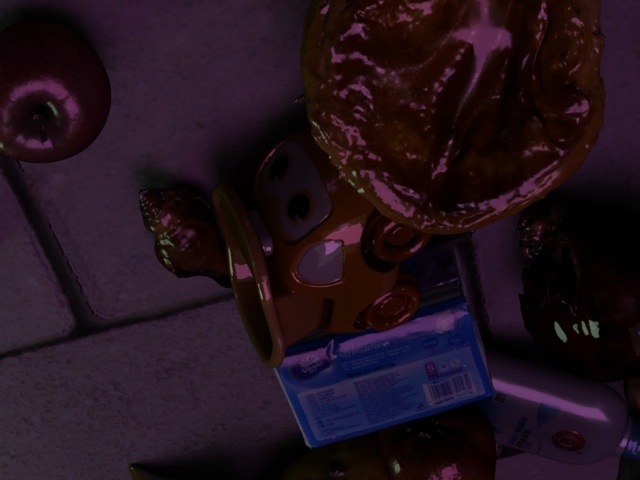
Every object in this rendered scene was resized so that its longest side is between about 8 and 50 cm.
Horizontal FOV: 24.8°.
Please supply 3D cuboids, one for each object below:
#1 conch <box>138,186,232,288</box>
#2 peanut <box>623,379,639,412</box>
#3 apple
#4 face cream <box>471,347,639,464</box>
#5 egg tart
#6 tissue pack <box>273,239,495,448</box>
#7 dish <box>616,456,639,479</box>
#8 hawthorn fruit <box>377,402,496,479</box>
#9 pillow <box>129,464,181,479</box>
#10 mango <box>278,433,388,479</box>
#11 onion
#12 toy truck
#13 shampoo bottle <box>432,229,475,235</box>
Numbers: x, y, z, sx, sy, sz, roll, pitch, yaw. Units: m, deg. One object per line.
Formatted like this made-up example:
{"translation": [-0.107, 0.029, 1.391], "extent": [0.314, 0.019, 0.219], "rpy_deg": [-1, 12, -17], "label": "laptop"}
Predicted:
{"translation": [-0.160, 0.007, 1.782], "extent": [0.086, 0.080, 0.233], "rpy_deg": [-8, 136, 8], "label": "conch"}
{"translation": [0.575, 0.182, 2.071], "extent": [0.290, 0.130, 0.130], "rpy_deg": [-24, 134, 9], "label": "peanut"}
{"translation": [-0.300, -0.162, 1.563], "extent": [0.153, 0.120, 0.153], "rpy_deg": [-5, 128, -6], "label": "apple"}
{"translation": [0.343, 0.250, 2.053], "extent": [0.336, 0.080, 0.163], "rpy_deg": [17, 136, -1], "label": "face cream"}
{"translation": [0.136, -0.187, 1.554], "extent": [0.339, 0.153, 0.352], "rpy_deg": [-14, 98, -2], "label": "egg tart"}
{"translation": [0.077, 0.137, 1.910], "extent": [0.263, 0.146, 0.198], "rpy_deg": [-16, 132, 5], "label": "tissue pack"}
{"translation": [0.524, 0.293, 2.172], "extent": [0.229, 0.081, 0.229], "rpy_deg": [-27, 172, -4], "label": "dish"}
{"translation": [0.164, 0.300, 1.992], "extent": [0.169, 0.169, 0.188], "rpy_deg": [-17, 137, 5], "label": "hawthorn fruit"}
{"translation": [-0.125, 0.474, 2.126], "extent": [0.119, 0.312, 0.310], "rpy_deg": [-48, 135, -16], "label": "pillow"}
{"translation": [0.100, 0.411, 2.155], "extent": [0.365, 0.182, 0.253], "rpy_deg": [21, 125, -27], "label": "mango"}
{"translation": [0.374, 0.077, 1.831], "extent": [0.221, 0.281, 0.281], "rpy_deg": [-38, 132, -3], "label": "onion"}
{"translation": [0.000, 0.000, 1.705], "extent": [0.211, 0.204, 0.288], "rpy_deg": [-16, 140, -15], "label": "toy truck"}
{"translation": [0.133, -0.028, 1.845], "extent": [0.137, 0.027, 0.048], "rpy_deg": [10, 133, -21], "label": "shampoo bottle"}
